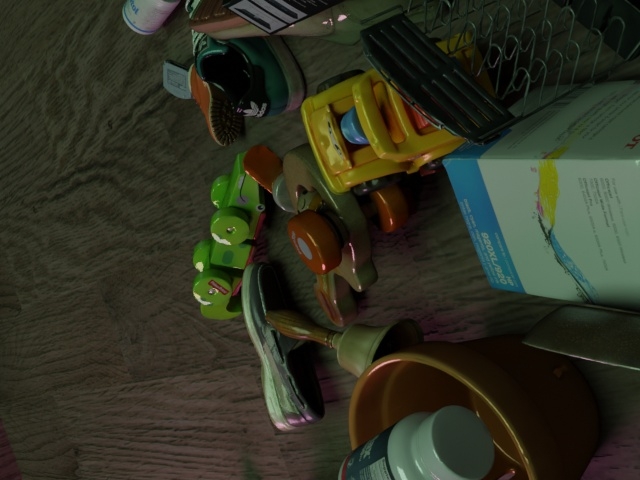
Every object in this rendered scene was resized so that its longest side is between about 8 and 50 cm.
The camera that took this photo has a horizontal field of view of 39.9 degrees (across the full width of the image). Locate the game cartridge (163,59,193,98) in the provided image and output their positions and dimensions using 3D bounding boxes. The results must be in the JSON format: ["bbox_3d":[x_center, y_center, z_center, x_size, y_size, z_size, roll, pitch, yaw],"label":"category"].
[{"bbox_3d":[-0.247,-0.279,1.544,0.083,0.017,0.056,29,123,39],"label":"game cartridge"}]

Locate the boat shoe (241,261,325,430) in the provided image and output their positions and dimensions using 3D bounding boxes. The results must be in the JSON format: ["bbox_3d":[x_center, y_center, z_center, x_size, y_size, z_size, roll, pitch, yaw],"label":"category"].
[{"bbox_3d":[-0.055,0.169,1.458,0.092,0.103,0.285,-15,84,28],"label":"boat shoe"}]

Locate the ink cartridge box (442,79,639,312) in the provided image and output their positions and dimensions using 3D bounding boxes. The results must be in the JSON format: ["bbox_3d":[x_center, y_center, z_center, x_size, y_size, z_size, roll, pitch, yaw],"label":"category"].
[{"bbox_3d":[0.281,-0.049,0.871,0.233,0.171,0.168,8,128,53],"label":"ink cartridge box"}]

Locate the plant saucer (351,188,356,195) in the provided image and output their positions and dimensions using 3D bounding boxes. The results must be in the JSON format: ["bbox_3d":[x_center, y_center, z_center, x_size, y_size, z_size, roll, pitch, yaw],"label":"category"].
[{"bbox_3d":[0.034,-0.071,1.309,0.083,0.015,0.083,23,123,42],"label":"plant saucer"}]

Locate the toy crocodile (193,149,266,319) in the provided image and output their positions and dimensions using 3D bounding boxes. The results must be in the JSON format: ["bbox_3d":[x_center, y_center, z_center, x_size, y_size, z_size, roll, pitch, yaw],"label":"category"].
[{"bbox_3d":[-0.147,0.001,1.486,0.115,0.105,0.340,-101,26,-53],"label":"toy crocodile"}]

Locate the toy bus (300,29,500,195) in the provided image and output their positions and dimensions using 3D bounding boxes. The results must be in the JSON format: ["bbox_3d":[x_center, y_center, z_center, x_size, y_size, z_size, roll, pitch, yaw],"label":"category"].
[{"bbox_3d":[0.094,-0.144,0.995,0.211,0.220,0.149,-98,-12,-88],"label":"toy bus"}]

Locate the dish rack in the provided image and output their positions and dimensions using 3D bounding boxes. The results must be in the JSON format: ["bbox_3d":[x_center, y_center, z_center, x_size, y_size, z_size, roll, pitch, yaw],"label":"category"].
[{"bbox_3d":[0.185,-0.215,0.885,0.208,0.272,0.074,49,155,27],"label":"dish rack"}]

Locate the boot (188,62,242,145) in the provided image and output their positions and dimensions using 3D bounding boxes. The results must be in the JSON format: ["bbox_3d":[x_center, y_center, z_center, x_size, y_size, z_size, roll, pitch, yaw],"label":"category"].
[{"bbox_3d":[-0.178,-0.230,1.458,0.085,0.059,0.157,-9,90,53],"label":"boot"}]

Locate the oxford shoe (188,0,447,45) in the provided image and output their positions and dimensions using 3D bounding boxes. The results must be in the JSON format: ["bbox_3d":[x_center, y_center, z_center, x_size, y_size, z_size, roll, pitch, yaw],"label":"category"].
[{"bbox_3d":[-0.019,-0.301,1.153,0.397,0.140,0.146,4,152,45],"label":"oxford shoe"}]

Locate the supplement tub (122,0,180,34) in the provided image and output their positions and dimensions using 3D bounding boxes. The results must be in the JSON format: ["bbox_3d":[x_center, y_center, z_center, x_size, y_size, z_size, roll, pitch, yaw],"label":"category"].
[{"bbox_3d":[-0.284,-0.403,1.491,0.107,0.071,0.071,-32,81,50],"label":"supplement tub"}]

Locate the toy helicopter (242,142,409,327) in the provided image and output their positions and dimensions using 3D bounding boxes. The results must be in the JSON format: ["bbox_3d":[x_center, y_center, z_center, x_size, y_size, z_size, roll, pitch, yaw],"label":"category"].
[{"bbox_3d":[0.000,0.000,1.255,0.235,0.140,0.355,46,159,31],"label":"toy helicopter"}]

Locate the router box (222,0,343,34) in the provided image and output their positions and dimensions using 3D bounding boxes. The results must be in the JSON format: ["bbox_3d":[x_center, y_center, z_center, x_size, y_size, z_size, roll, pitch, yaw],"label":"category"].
[{"bbox_3d":[0.015,-0.413,0.982,0.243,0.081,0.308,-11,65,46],"label":"router box"}]

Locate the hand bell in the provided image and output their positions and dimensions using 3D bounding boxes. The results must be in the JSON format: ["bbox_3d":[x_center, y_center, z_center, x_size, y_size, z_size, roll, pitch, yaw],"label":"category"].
[{"bbox_3d":[0.014,0.137,1.257,0.242,0.126,0.126,17,118,39],"label":"hand bell"}]

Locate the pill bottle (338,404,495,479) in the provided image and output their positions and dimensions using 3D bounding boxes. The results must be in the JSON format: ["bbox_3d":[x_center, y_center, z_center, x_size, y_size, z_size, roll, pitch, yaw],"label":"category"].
[{"bbox_3d":[0.106,0.250,0.970,0.108,0.108,0.180,59,139,13],"label":"pill bottle"}]

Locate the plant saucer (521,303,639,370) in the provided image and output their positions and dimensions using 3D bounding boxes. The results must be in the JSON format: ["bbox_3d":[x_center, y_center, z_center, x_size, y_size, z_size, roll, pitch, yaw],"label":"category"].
[{"bbox_3d":[0.347,0.102,0.823,0.311,0.311,0.050,7,87,48],"label":"plant saucer"}]

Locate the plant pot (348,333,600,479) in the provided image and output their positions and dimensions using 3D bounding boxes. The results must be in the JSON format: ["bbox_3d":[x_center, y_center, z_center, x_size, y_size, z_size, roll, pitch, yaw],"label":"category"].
[{"bbox_3d":[0.208,0.243,1.096,0.291,0.204,0.290,23,122,43],"label":"plant pot"}]

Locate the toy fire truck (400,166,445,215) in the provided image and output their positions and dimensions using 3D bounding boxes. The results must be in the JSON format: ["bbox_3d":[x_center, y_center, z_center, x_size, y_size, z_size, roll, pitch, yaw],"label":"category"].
[{"bbox_3d":[0.112,-0.127,1.171,0.135,0.047,0.192,-10,97,52],"label":"toy fire truck"}]

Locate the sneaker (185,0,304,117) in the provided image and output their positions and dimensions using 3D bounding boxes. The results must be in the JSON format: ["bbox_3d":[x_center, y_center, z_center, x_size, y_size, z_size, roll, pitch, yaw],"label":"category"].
[{"bbox_3d":[-0.147,-0.313,1.331,0.302,0.121,0.108,56,139,17],"label":"sneaker"}]
